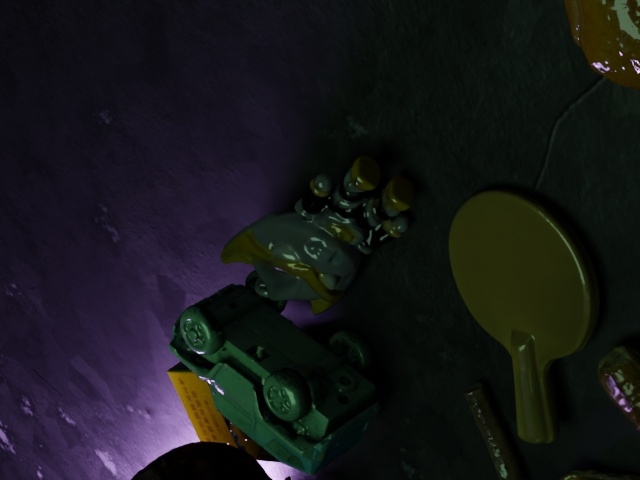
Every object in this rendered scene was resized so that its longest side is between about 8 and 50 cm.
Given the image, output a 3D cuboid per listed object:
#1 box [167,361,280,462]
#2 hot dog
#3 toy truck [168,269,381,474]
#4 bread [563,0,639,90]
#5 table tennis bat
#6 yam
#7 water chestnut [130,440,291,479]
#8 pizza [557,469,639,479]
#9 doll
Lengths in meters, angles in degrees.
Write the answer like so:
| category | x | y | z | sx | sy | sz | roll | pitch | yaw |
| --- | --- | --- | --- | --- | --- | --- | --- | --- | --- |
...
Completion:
| category | x | y | z | sx | sy | sz | roll | pitch | yaw |
| --- | --- | --- | --- | --- | --- | --- | --- | --- | --- |
| box | -0.103 | 0.246 | 2.226 | 0.279 | 0.041 | 0.153 | -5 | 114 | 50 |
| hot dog | 0.396 | 0.230 | 1.625 | 0.289 | 0.068 | 0.083 | 48 | 151 | 6 |
| toy truck | -0.061 | 0.168 | 1.999 | 0.279 | 0.155 | 0.156 | 35 | 132 | 25 |
| bread | 0.326 | -0.263 | 1.227 | 0.337 | 0.148 | 0.328 | 17 | 131 | 39 |
| table tennis bat | 0.227 | 0.089 | 1.715 | 0.198 | 0.050 | 0.321 | 15 | 126 | 42 |
| yam | 0.212 | 0.240 | 1.869 | 0.032 | 0.032 | 0.145 | -5 | 115 | 50 |
| water chestnut | -0.163 | 0.472 | 2.207 | 0.335 | 0.335 | 0.347 | 41 | 107 | 17 |
| pizza | 0.308 | 0.374 | 1.833 | 0.182 | 0.074 | 0.365 | 39 | 142 | 5 |
| doll | 0.004 | 0.003 | 1.857 | 0.316 | 0.145 | 0.103 | -43 | 47 | 48 |
